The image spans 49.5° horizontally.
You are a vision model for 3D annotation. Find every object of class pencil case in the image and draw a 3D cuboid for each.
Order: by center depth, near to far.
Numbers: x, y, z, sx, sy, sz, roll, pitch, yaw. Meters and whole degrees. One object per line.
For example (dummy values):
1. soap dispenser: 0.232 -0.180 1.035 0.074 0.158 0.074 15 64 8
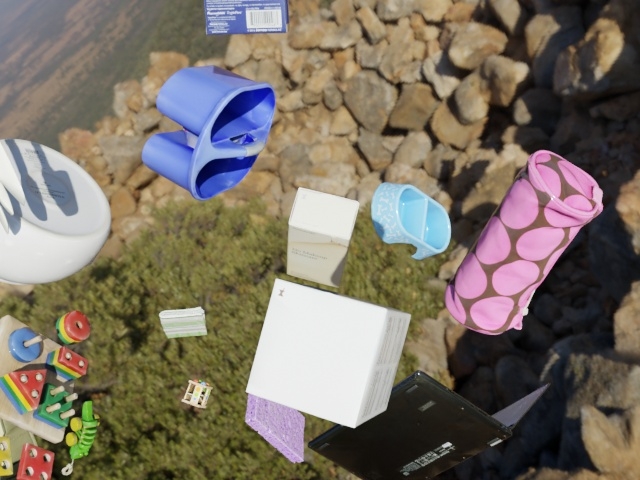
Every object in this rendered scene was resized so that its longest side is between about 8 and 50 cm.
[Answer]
1. pencil case: 0.220 0.009 0.753 0.095 0.098 0.209 -51 -12 -48

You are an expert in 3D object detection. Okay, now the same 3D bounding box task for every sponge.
1. sponge: -0.100 0.415 1.610 0.031 0.210 0.117 -21 40 22

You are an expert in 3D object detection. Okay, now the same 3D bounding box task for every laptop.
1. laptop: 0.256 0.403 1.605 0.382 0.407 0.236 -43 20 35

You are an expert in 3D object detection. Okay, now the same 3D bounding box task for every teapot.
1. teapot: -0.472 -0.021 1.086 0.187 0.256 0.253 -44 17 24

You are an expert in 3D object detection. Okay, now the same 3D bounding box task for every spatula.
1. spatula: -0.436 -0.135 0.867 0.019 0.242 0.168 -28 1 -30

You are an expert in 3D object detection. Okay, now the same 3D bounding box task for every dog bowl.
1. dog bowl: 0.253 -0.053 1.873 0.074 0.297 0.166 -6 67 42

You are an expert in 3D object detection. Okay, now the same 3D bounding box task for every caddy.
1. caddy: -0.203 -0.216 1.412 0.241 0.179 0.341 -69 -11 22

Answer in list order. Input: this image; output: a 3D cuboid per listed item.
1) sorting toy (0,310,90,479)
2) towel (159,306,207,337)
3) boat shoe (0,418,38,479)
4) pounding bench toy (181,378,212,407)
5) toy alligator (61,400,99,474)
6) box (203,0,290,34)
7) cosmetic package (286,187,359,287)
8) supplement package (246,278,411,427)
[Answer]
1. sorting toy: -0.371 0.186 0.914 0.046 0.132 0.275 -23 45 21
2. towel: -0.355 0.215 1.810 0.113 0.152 0.023 -3 62 -6
3. boat shoe: -0.755 0.488 1.664 0.103 0.303 0.113 4 9 28
4. pounding bench toy: -0.323 0.411 1.869 0.052 0.083 0.065 15 78 18
5. toy alligator: -0.520 0.443 1.517 0.051 0.056 0.190 28 104 36
6. box: -0.122 -0.442 1.092 0.136 0.226 0.036 1 24 8
7. cosmetic package: 0.000 0.000 1.817 0.160 0.309 0.113 14 65 4
8. supplement package: 0.025 0.194 1.240 0.199 0.262 0.198 14 87 17
